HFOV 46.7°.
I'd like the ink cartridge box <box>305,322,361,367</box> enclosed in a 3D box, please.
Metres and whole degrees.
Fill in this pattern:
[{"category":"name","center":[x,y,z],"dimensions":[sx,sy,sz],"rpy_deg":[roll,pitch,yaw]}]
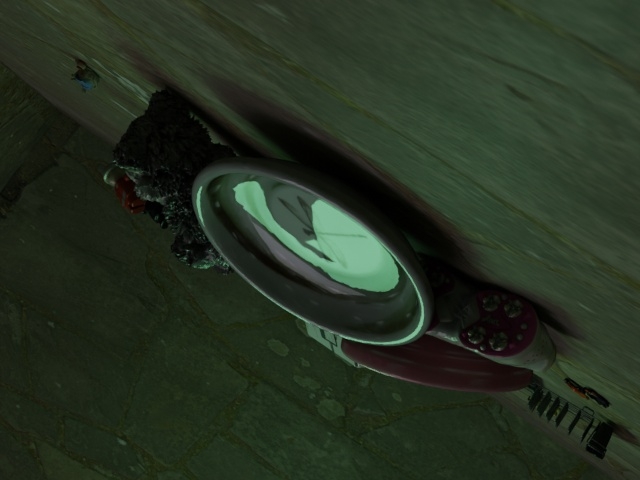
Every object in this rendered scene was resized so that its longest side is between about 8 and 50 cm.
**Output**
[{"category":"ink cartridge box","center":[0.099,0.157,1.576],"dimensions":[0.273,0.198,0.114],"rpy_deg":[-163,59,-67]}]

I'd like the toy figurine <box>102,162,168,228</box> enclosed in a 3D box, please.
[{"category":"toy figurine","center":[-0.389,-0.155,1.792],"dimensions":[0.148,0.209,0.213],"rpy_deg":[49,-173,26]}]

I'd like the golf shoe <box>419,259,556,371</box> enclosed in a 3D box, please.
[{"category":"golf shoe","center":[0.224,0.121,1.131],"dimensions":[0.140,0.115,0.306],"rpy_deg":[35,176,-36]}]

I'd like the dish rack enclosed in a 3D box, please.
[{"category":"dish rack","center":[0.546,0.394,1.717],"dimensions":[0.271,0.074,0.208],"rpy_deg":[32,173,26]}]

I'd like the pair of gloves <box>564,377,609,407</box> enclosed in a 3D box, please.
[{"category":"pair of gloves","center":[0.504,0.288,1.405],"dimensions":[0.074,0.010,0.083],"rpy_deg":[39,170,-28]}]

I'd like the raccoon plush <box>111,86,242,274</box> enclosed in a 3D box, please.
[{"category":"raccoon plush","center":[-0.130,-0.109,1.266],"dimensions":[0.447,0.216,0.299],"rpy_deg":[0,144,19]}]

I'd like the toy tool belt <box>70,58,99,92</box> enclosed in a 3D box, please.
[{"category":"toy tool belt","center":[-0.522,-0.357,1.632],"dimensions":[0.052,0.051,0.083],"rpy_deg":[33,174,11]}]

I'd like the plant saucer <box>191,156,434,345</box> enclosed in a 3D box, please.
[{"category":"plant saucer","center":[0.000,0.000,1.100],"dimensions":[0.400,0.100,0.400],"rpy_deg":[26,152,15]}]

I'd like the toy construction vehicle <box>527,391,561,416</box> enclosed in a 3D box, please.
[{"category":"toy construction vehicle","center":[0.606,0.451,2.019],"dimensions":[0.098,0.035,0.086],"rpy_deg":[28,171,47]}]

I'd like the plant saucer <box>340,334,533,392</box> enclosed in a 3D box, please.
[{"category":"plant saucer","center":[0.203,0.176,1.292],"dimensions":[0.332,0.084,0.332],"rpy_deg":[8,-176,-1]}]
